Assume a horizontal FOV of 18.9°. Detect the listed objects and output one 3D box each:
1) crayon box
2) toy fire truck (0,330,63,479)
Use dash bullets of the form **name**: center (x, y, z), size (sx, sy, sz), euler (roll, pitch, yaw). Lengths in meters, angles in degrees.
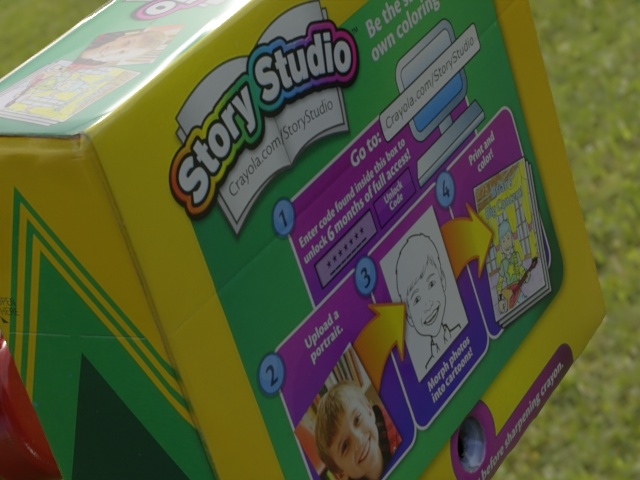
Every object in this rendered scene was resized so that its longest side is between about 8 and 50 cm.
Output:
- **crayon box**: center (0.000, 0.000, 0.980), size (0.106, 0.313, 0.363), euler (0, 30, 35)
- **toy fire truck**: center (-0.288, 0.044, 1.245), size (0.169, 0.302, 0.254), euler (-25, 57, 25)
